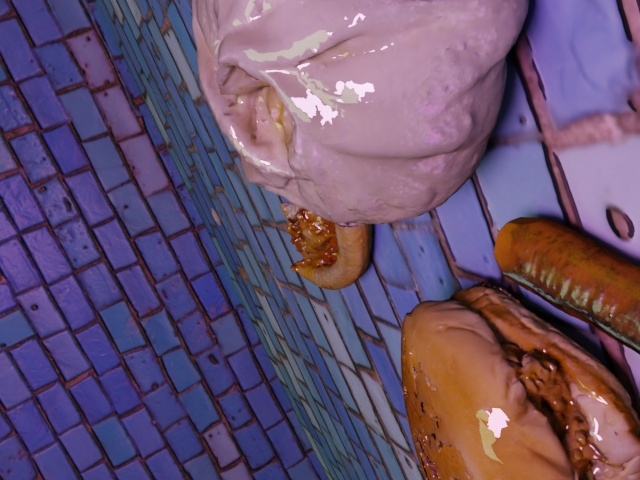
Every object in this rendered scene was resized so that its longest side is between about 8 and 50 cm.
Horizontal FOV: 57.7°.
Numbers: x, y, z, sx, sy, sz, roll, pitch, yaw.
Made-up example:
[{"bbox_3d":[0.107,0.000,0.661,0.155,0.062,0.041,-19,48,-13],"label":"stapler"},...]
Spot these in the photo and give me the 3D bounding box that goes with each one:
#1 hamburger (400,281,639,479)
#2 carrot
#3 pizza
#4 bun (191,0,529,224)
[{"bbox_3d":[0.195,0.206,0.638,0.284,0.174,0.304,-127,24,-61],"label":"hamburger"},{"bbox_3d":[0.242,0.049,0.439,0.260,0.070,0.070,36,149,50],"label":"carrot"},{"bbox_3d":[0.000,0.000,0.993,0.182,0.074,0.365,54,161,-5],"label":"pizza"},{"bbox_3d":[-0.002,-0.173,0.536,0.365,0.219,0.365,52,156,34],"label":"bun"}]
